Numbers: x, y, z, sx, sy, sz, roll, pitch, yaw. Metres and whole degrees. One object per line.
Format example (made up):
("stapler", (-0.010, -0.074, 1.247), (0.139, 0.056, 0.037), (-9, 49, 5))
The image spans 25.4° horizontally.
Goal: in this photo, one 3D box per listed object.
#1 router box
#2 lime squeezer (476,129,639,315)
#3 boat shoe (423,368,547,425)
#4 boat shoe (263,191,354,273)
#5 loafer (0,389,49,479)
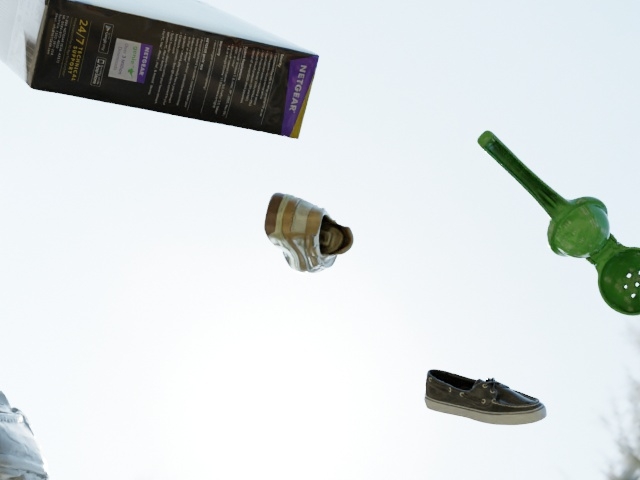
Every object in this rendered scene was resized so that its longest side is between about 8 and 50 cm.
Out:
("router box", (-0.174, -0.183, 1.296), (0.309, 0.243, 0.081), (36, -66, 60))
("lime squeezer", (0.225, 0.019, 1.130), (0.310, 0.110, 0.059), (44, -64, -10))
("boat shoe", (0.169, 0.163, 1.487), (0.142, 0.049, 0.040), (5, -72, 34))
("boat shoe", (0.000, 0.000, 1.479), (0.072, 0.190, 0.068), (9, -97, 16))
("loafer", (-0.254, 0.155, 1.001), (0.111, 0.112, 0.319), (65, -17, 10))
